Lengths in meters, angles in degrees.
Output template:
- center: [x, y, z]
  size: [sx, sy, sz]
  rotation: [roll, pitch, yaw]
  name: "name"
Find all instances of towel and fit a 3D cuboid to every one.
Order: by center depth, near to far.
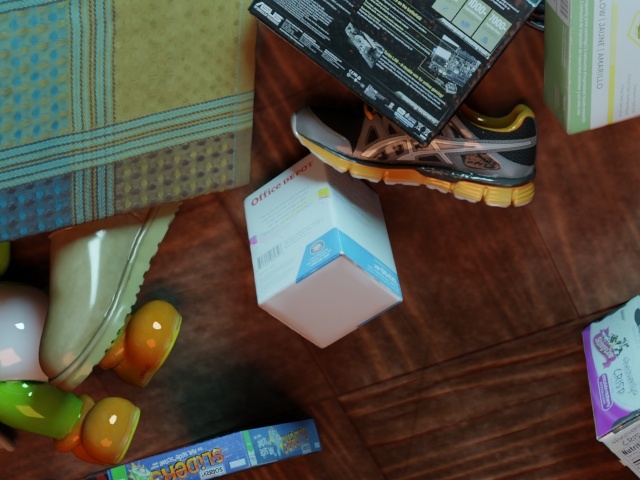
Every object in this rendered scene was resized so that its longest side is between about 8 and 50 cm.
- center: [-0.165, -0.180, 1.149]
  size: [0.271, 0.040, 0.370]
  rotation: [-14, 127, -27]
  name: "towel"

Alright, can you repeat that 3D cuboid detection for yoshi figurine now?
- center: [-0.309, 0.052, 1.330]
  size: [0.362, 0.203, 0.203]
  rotation: [27, 106, -10]
  name: "yoshi figurine"

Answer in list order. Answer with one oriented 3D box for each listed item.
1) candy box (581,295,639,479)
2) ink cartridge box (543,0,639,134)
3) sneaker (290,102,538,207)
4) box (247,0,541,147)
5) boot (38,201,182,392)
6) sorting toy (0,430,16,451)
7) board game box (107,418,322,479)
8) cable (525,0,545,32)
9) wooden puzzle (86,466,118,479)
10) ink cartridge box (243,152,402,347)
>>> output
- center: [0.339, 0.183, 1.366]
  size: [0.071, 0.159, 0.233]
  rotation: [-35, 114, 24]
  name: "candy box"
- center: [0.282, -0.188, 1.121]
  size: [0.235, 0.056, 0.171]
  rotation: [-16, 132, -10]
  name: "ink cartridge box"
- center: [0.082, -0.090, 1.260]
  size: [0.215, 0.084, 0.083]
  rotation: [10, 111, -6]
  name: "sneaker"
- center: [0.061, -0.188, 1.158]
  size: [0.180, 0.077, 0.147]
  rotation: [37, 119, 2]
  name: "box"
- center: [-0.271, -0.032, 1.260]
  size: [0.270, 0.236, 0.089]
  rotation: [31, 156, -18]
  name: "boot"
- center: [-0.434, 0.191, 1.474]
  size: [0.208, 0.038, 0.193]
  rotation: [-14, 145, 16]
  name: "sorting toy"
- center: [-0.094, 0.206, 1.410]
  size: [0.136, 0.201, 0.035]
  rotation: [-18, 81, 17]
  name: "board game box"
- center: [0.219, -0.221, 1.171]
  size: [0.184, 0.047, 0.150]
  rotation: [33, 121, -15]
  name: "cable"
- center: [-0.209, 0.257, 1.557]
  size: [0.083, 0.006, 0.049]
  rotation: [-16, 121, 15]
  name: "wooden puzzle"
- center: [0.000, 0.000, 1.292]
  size: [0.092, 0.143, 0.090]
  rotation: [-32, 133, 24]
  name: "ink cartridge box"
